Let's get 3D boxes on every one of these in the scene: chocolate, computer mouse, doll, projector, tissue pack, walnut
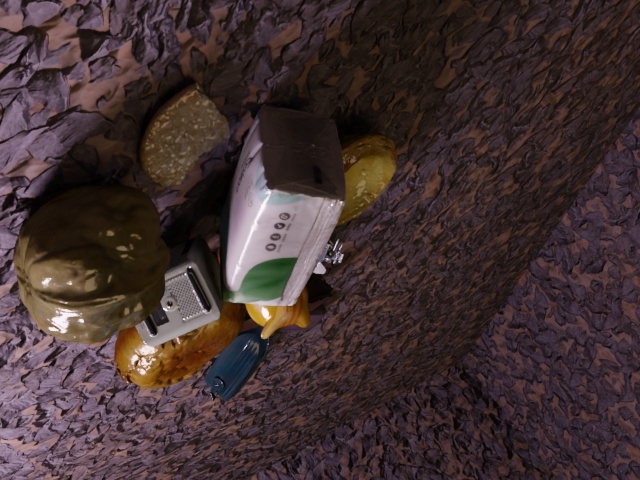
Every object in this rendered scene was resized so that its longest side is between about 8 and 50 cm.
[{"bbox_3d":[-0.122,0.171,2.307,0.321,0.112,0.112,-15,155,-40],"label":"chocolate"},{"bbox_3d":[-0.071,0.232,2.527,0.120,0.057,0.232,-47,156,21],"label":"computer mouse"},{"bbox_3d":[-0.134,0.084,1.944,0.167,0.269,0.162,-18,145,-29],"label":"doll"},{"bbox_3d":[-0.308,0.104,1.786,0.177,0.163,0.242,-23,-166,4],"label":"projector"},{"bbox_3d":[-0.092,-0.062,1.728,0.194,0.266,0.356,9,136,-17],"label":"tissue pack"},{"bbox_3d":[-0.417,0.041,1.526,0.277,0.281,0.253,-28,-166,-37],"label":"walnut"}]

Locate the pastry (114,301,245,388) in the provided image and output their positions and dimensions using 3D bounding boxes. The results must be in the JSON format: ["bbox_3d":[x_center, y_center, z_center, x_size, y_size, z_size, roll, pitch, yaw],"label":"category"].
[{"bbox_3d":[-0.342,0.230,2.053,0.356,0.164,0.356,-32,154,-18],"label":"pastry"}]

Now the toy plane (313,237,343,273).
[{"bbox_3d":[0.001,0.015,2.228,0.160,0.082,0.234,8,135,-21],"label":"toy plane"}]

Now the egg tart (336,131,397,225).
[{"bbox_3d":[0.052,-0.156,1.953,0.294,0.123,0.294,-33,155,-18],"label":"egg tart"}]

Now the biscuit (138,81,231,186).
[{"bbox_3d":[-0.255,-0.198,1.574,0.188,0.040,0.265,-17,150,-36],"label":"biscuit"}]

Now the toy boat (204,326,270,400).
[{"bbox_3d":[-0.232,0.345,2.448,0.296,0.114,0.122,-53,171,29],"label":"toy boat"}]
